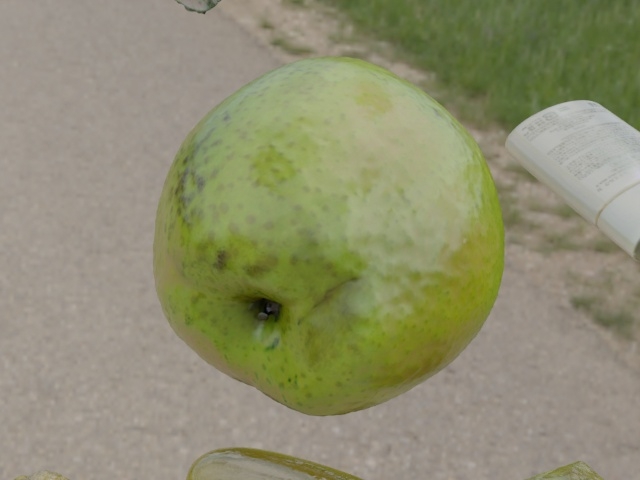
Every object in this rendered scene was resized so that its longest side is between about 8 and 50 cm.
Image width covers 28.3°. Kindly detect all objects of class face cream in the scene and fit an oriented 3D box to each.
[{"bbox_3d":[0.418,-0.091,1.795,0.174,0.081,0.348,-21,35,-14],"label":"face cream"}]

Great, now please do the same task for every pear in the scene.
[{"bbox_3d":[0.000,0.000,1.293,0.391,0.391,0.391,6,22,-2],"label":"pear"}]

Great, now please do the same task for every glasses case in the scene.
[{"bbox_3d":[-0.008,0.388,1.761,0.371,0.141,0.173,17,1,14],"label":"glasses case"}]

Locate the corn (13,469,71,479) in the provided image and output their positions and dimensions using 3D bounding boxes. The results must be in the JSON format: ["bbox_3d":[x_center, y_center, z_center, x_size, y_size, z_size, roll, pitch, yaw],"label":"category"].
[{"bbox_3d":[-0.271,0.294,1.082,0.097,0.261,0.097,22,30,-14],"label":"corn"}]

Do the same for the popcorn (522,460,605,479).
[{"bbox_3d":[0.298,0.380,1.423,0.277,0.276,0.225,-3,-7,-23],"label":"popcorn"}]

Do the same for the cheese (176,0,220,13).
[{"bbox_3d":[-0.156,-0.277,1.060,0.083,0.203,0.320,-35,17,-23],"label":"cheese"}]
